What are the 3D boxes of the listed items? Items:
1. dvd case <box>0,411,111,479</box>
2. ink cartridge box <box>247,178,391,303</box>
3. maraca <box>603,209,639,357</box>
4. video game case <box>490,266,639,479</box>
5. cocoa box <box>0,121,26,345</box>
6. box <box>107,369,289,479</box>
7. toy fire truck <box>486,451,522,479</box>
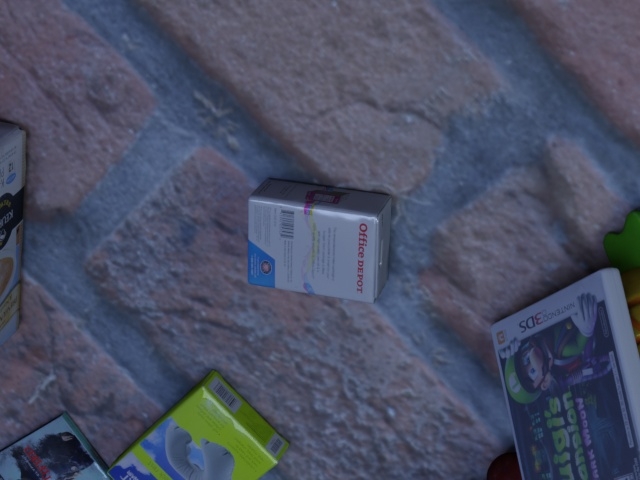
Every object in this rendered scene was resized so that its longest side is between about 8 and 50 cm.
[{"bbox_3d":[-0.284,0.238,1.639,0.119,0.013,0.087,-30,100,28],"label":"dvd case"},{"bbox_3d":[0.000,0.000,1.416,0.123,0.052,0.088,9,115,16],"label":"ink cartridge box"},{"bbox_3d":[0.280,0.069,1.324,0.127,0.099,0.185,9,103,49],"label":"maraca"},{"bbox_3d":[0.213,0.138,1.321,0.173,0.022,0.190,-36,61,57],"label":"video game case"},{"bbox_3d":[-0.445,0.035,1.416,0.232,0.347,0.227,12,116,13],"label":"cocoa box"},{"bbox_3d":[-0.129,0.222,1.563,0.109,0.042,0.178,45,118,-3],"label":"box"},{"bbox_3d":[0.207,0.332,1.420,0.254,0.169,0.302,44,105,14],"label":"toy fire truck"}]
